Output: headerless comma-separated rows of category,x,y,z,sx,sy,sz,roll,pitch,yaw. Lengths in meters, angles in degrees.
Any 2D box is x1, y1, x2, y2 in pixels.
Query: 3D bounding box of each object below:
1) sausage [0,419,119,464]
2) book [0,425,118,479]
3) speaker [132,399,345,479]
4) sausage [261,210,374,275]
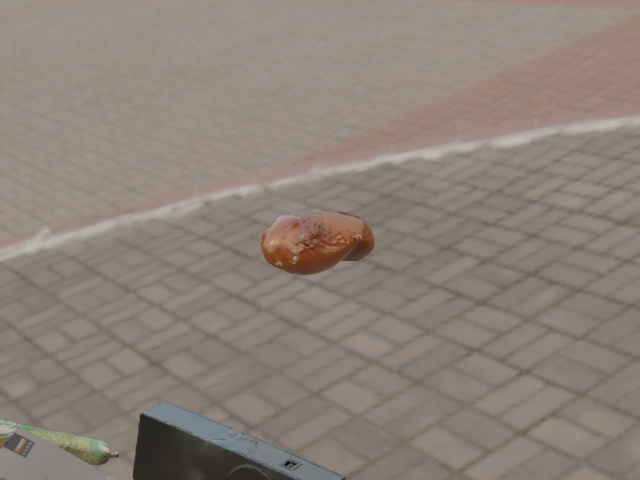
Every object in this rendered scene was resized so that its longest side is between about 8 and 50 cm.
sausage,-0.363,0.222,1.334,0.269,0.033,0.033,14,17,-14
book,-0.198,0.239,0.946,0.182,0.014,0.127,31,40,-5
speaker,-0.084,0.234,1.140,0.218,0.082,0.044,19,19,26
sausage,0.000,0.000,1.571,0.179,0.089,0.089,-4,10,-43
